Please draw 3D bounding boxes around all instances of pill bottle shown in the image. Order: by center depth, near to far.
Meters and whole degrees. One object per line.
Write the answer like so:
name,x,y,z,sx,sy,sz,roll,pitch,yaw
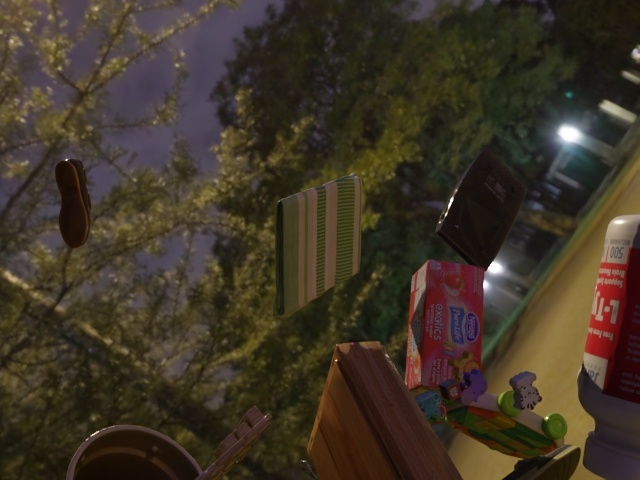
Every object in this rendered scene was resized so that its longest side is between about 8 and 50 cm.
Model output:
pill bottle,0.540,0.177,1.170,0.229,0.229,0.408,18,-97,-79

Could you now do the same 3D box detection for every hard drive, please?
hard drive,0.366,-0.071,1.698,0.054,0.172,0.255,-16,37,58

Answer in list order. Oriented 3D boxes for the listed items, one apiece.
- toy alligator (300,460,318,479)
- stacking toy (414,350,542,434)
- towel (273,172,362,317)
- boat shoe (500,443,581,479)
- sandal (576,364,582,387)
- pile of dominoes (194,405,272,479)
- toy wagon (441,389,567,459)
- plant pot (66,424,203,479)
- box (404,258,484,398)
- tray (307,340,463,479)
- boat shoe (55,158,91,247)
toy alligator,0.029,0.541,1.578,0.051,0.190,0.056,-18,-30,-38
stacking toy,0.187,0.233,1.079,0.221,0.052,0.167,-19,10,-22
towel,0.000,0.000,1.547,0.325,0.038,0.248,-27,-57,-55
boat shoe,0.372,0.420,1.311,0.223,0.073,0.080,-27,-56,-30
sandal,0.659,0.410,1.445,0.102,0.416,0.169,-28,-24,-48
pile of dominoes,-0.183,0.358,1.141,0.251,0.040,0.196,-36,-15,-37
toy wagon,0.392,0.414,1.732,0.068,0.344,0.267,-67,10,-28
plant pot,-0.461,0.637,1.639,0.305,0.334,0.334,-50,-5,28
box,0.248,0.182,1.482,0.128,0.122,0.257,114,164,-69
tray,0.095,0.331,0.879,0.076,0.411,0.203,-1,-57,-23
boat shoe,-0.569,-0.088,1.732,0.073,0.073,0.207,-47,-42,-77
